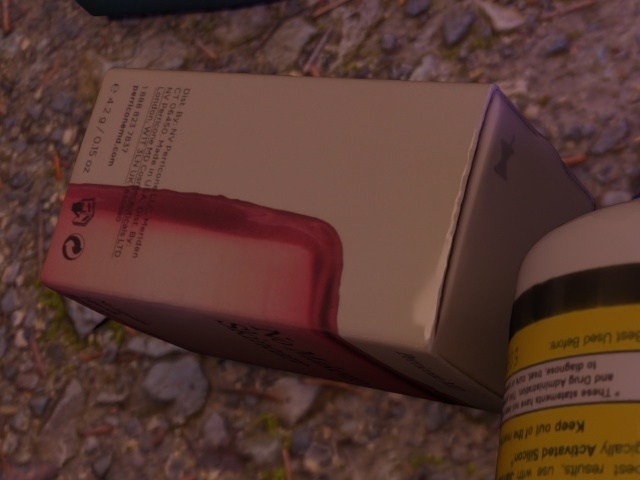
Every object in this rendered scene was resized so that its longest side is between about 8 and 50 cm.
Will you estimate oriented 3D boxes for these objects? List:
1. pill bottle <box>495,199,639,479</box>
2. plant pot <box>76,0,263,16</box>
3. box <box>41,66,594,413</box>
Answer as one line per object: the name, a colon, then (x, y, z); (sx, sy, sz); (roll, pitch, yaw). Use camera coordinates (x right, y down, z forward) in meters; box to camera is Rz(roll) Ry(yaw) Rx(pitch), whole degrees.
pill bottle: (0.152, 0.166, 0.478); (0.188, 0.188, 0.333); (-2, 69, 30)
plant pot: (-0.065, -0.249, 0.799); (0.234, 0.165, 0.165); (6, 73, 25)
box: (0.000, 0.000, 0.660); (0.232, 0.149, 0.126); (8, 75, 33)
